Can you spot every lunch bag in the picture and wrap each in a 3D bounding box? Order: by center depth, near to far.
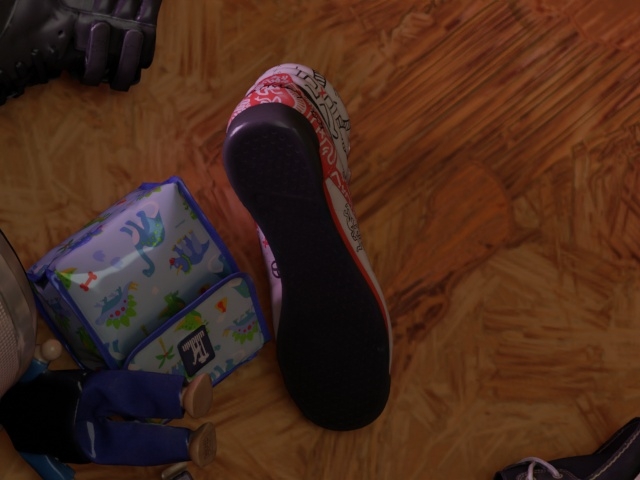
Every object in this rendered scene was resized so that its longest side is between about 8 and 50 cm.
[{"bbox_3d":[-0.122,0.050,1.339,0.129,0.096,0.151,-37,105,-22],"label":"lunch bag"}]

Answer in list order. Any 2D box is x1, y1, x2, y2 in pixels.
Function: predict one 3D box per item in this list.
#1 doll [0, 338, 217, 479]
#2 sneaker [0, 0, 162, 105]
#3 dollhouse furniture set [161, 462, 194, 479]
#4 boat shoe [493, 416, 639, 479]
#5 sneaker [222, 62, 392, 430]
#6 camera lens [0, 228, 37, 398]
[{"bbox_3d":[-0.169,0.128,1.282,0.189,0.046,0.129,2,110,17],"label":"doll"},{"bbox_3d":[-0.209,-0.134,1.343,0.147,0.104,0.296,31,65,-3],"label":"sneaker"},{"bbox_3d":[-0.102,0.225,1.304,0.091,0.081,0.114,-28,87,-22],"label":"dollhouse furniture set"},{"bbox_3d":[0.171,0.200,1.399,0.233,0.084,0.079,-35,90,-19],"label":"boat shoe"},{"bbox_3d":[0.001,-0.001,1.386,0.090,0.145,0.270,-12,115,13],"label":"sneaker"},{"bbox_3d":[-0.332,0.080,1.165,0.219,0.219,0.274,43,53,-4],"label":"camera lens"}]
